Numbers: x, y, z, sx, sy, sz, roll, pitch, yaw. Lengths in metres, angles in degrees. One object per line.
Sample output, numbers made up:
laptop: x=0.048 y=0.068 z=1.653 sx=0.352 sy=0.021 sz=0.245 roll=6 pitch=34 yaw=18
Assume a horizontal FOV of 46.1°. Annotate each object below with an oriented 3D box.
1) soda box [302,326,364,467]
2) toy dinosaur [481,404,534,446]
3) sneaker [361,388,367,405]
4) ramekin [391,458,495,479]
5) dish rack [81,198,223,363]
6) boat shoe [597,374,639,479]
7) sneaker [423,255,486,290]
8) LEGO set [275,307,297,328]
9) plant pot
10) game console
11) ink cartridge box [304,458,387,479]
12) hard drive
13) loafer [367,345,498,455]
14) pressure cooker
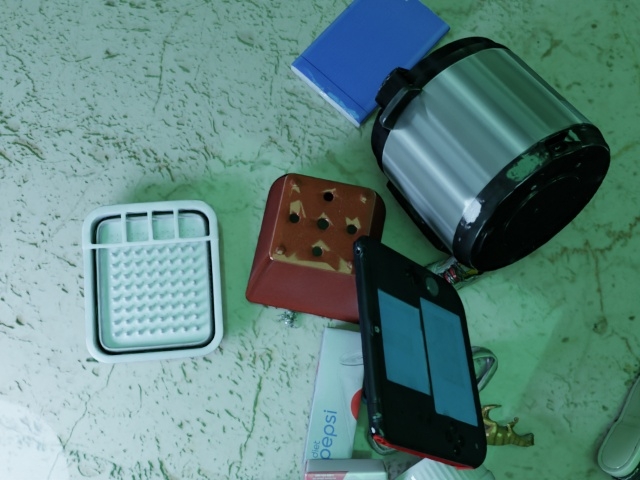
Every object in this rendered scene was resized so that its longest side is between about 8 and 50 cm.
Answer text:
soda box: x=0.032 y=0.327 z=1.555 sx=0.098 sy=0.091 sz=0.286 roll=10 pitch=79 yaw=-1
toy dinosaur: x=0.349 y=0.401 z=1.570 sx=0.211 sy=0.064 sz=0.112 roll=-1 pitch=80 yaw=-2
sneaker: x=0.158 y=0.272 z=1.567 sx=0.067 sy=0.078 sz=0.188 roll=40 pitch=59 yaw=6
ramekin: x=0.229 y=0.481 z=1.482 sx=0.207 sy=0.207 sz=0.109 roll=-32 pitch=73 yaw=-8
dish rack: x=-0.351 y=0.087 z=1.595 sx=0.285 sy=0.072 sz=0.333 roll=-4 pitch=79 yaw=-4
boat shoe: x=0.717 y=0.370 z=1.569 sx=0.113 sy=0.127 sz=0.340 roll=44 pitch=73 yaw=-20
sneaker: x=0.289 y=0.064 z=1.617 sx=0.225 sy=0.093 sz=0.088 roll=-32 pitch=82 yaw=-7
LEGO set: x=-0.075 y=0.154 z=1.618 sx=0.083 sy=0.023 sz=0.054 roll=38 pitch=80 yaw=5
plant pot: x=0.000 y=0.000 z=1.533 sx=0.267 sy=0.236 sz=0.267 roll=12 pitch=74 yaw=-1
game console: x=0.186 y=0.210 z=1.386 sx=0.060 sy=0.342 sz=0.387 roll=-24 pitch=54 yaw=29
ink cartridge box: x=0.049 y=0.539 z=1.445 sx=0.158 sy=0.092 sz=0.218 roll=0 pitch=91 yaw=0
hard drive: x=0.117 y=-0.443 z=1.733 sx=0.210 sy=0.040 sz=0.319 roll=42 pitch=80 yaw=6
loafer: x=0.232 y=0.327 z=1.553 sx=0.319 sy=0.111 sz=0.112 roll=-39 pitch=83 yaw=-9
pressure cooker: x=0.313 y=-0.195 z=1.513 sx=0.375 sy=0.370 sz=0.420 roll=-31 pitch=61 yaw=-11
